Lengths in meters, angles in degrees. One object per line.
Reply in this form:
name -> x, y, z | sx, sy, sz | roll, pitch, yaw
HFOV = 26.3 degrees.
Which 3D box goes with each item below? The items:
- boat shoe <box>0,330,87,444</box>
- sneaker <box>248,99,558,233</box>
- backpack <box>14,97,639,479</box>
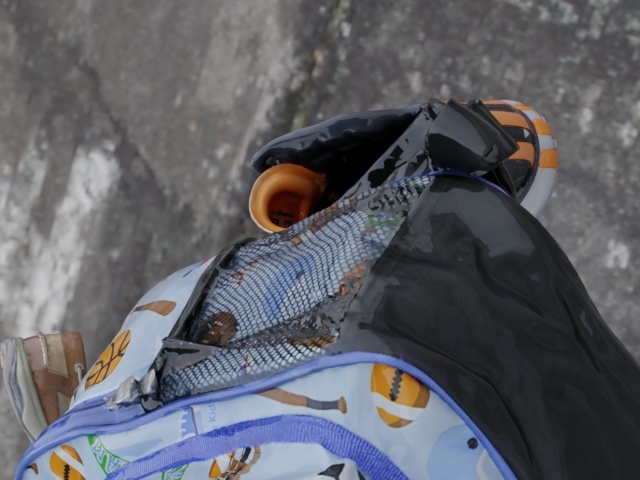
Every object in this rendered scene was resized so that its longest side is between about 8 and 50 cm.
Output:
boat shoe -> -0.309, 0.242, 1.733 | 0.123, 0.116, 0.324 | -119, 14, -45
sneaker -> 0.000, 0.000, 0.956 | 0.321, 0.180, 0.125 | -46, 57, 34
backpack -> 0.010, 0.118, 0.559 | 0.263, 0.276, 0.213 | -15, 26, 49
